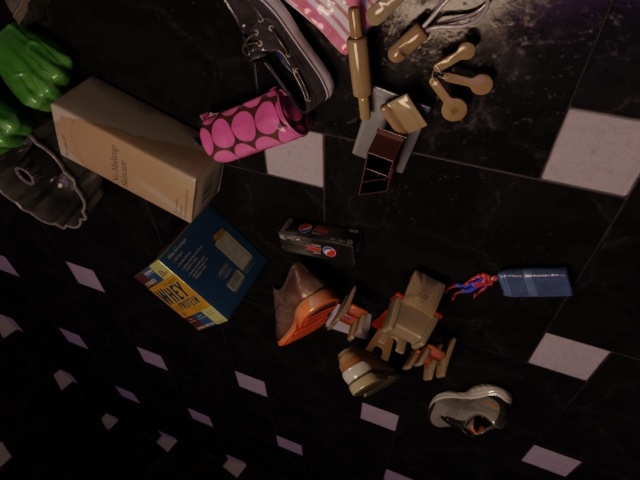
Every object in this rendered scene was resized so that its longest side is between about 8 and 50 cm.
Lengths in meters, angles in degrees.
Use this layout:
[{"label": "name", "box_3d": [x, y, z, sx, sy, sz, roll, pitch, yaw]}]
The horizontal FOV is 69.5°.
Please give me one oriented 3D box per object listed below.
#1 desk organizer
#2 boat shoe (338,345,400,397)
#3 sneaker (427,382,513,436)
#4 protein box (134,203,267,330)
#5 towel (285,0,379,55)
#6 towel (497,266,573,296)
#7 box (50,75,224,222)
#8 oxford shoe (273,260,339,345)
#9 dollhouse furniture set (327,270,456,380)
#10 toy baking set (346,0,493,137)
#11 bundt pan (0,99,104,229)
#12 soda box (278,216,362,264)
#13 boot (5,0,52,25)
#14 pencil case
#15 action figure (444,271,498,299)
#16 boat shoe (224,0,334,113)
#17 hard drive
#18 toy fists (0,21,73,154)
[{"label": "desk organizer", "box_3d": [0.097, -0.117, 0.747, 0.047, 0.050, 0.130, 23, 156, 9]}, {"label": "boat shoe", "box_3d": [0.123, 0.327, 1.167, 0.103, 0.113, 0.302, 59, -177, 25]}, {"label": "sneaker", "box_3d": [0.368, 0.448, 1.186, 0.100, 0.108, 0.271, 34, 141, -9]}, {"label": "protein box", "box_3d": [-0.274, 0.064, 1.083, 0.201, 0.199, 0.136, 46, 137, -18]}, {"label": "towel", "box_3d": [0.037, -0.357, 0.597, 0.144, 0.029, 0.197, 38, 139, -12]}, {"label": "towel", "box_3d": [0.391, 0.074, 0.842, 0.120, 0.029, 0.067, -5, 130, 34]}, {"label": "box", "box_3d": [-0.362, -0.183, 0.936, 0.311, 0.121, 0.148, 27, 141, 2]}, {"label": "oxford shoe", "box_3d": [-0.056, 0.163, 1.153, 0.132, 0.130, 0.363, 58, 151, 17]}, {"label": "dollhouse furniture set", "box_3d": [0.177, 0.177, 1.014, 0.262, 0.135, 0.259, 27, 157, 2]}, {"label": "toy baking set", "box_3d": [0.130, -0.261, 0.626, 0.197, 0.030, 0.256, -2, 131, 19]}, {"label": "bundt pan", "box_3d": [-0.664, -0.188, 1.105, 0.331, 0.124, 0.330, 15, 138, 14]}, {"label": "soda box", "box_3d": [0.000, 0.000, 0.971, 0.169, 0.053, 0.060, 11, 137, 21]}, {"label": "boot", "box_3d": [-0.546, -0.493, 0.771, 0.190, 0.076, 0.208, -14, 117, 36]}, {"label": "pencil case", "box_3d": [-0.120, -0.202, 0.807, 0.210, 0.095, 0.098, -9, 106, 34]}, {"label": "action figure", "box_3d": [0.301, 0.090, 0.913, 0.038, 0.030, 0.115, 45, 136, -11]}, {"label": "boat shoe", "box_3d": [-0.075, -0.286, 0.687, 0.228, 0.076, 0.080, 48, 158, -26]}, {"label": "hard drive", "box_3d": [0.112, -0.180, 0.744, 0.094, 0.022, 0.135, 23, 140, 6]}, {"label": "toy fists", "box_3d": [-0.600, -0.278, 0.897, 0.142, 0.279, 0.096, 43, 179, 2]}]
